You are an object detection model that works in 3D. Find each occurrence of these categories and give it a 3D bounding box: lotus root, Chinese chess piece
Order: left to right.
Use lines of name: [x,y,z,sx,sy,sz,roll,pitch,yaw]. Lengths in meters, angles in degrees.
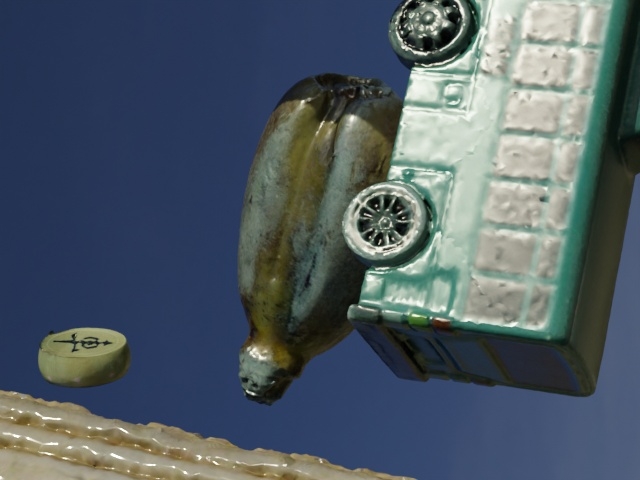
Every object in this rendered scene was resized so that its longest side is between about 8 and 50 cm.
Chinese chess piece: [-0.213,0.105,1.653,0.084,0.084,0.034,-25,-61,-54]
lotus root: [0.000,0.000,1.717,0.140,0.158,0.322,-14,-58,-62]

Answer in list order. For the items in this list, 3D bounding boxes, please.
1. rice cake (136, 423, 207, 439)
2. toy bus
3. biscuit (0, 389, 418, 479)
rice cake: [-0.227,0.300,1.427,0.399,0.064,0.070,-53,8,-11]
toy bus: [0.110,-0.051,1.019,0.128,0.147,0.256,52,-131,-64]
biscuit: [-0.107,0.150,0.927,0.144,0.426,0.078,83,-157,-44]
